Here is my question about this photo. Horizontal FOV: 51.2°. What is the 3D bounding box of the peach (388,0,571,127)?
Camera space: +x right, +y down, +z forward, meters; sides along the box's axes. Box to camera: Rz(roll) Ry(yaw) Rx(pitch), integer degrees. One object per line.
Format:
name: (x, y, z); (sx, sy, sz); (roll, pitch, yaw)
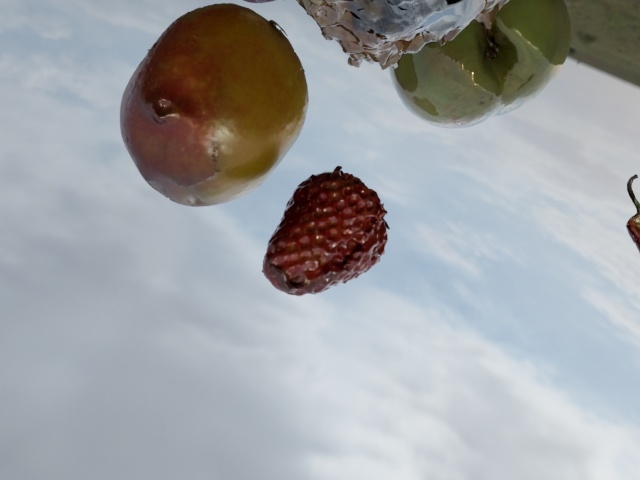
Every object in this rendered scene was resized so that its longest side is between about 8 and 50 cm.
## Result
peach: (0.246, -0.311, 1.076); (0.247, 0.292, 0.292); (48, -163, -14)

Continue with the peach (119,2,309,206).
peach: (-0.185, -0.227, 1.171); (0.290, 0.372, 0.372); (39, -160, -8)

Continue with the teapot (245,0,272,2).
teapot: (-0.072, -0.388, 0.824); (0.116, 0.146, 0.148); (5, -133, 21)

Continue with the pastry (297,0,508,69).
pastry: (0.064, -0.341, 0.636); (0.292, 0.337, 0.405); (-18, -158, 17)

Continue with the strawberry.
strawberry: (0.000, 0.000, 1.171); (0.205, 0.205, 0.244); (33, -128, 22)

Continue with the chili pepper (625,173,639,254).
chili pepper: (0.500, 0.030, 0.968); (0.268, 0.059, 0.050); (69, -168, 11)
